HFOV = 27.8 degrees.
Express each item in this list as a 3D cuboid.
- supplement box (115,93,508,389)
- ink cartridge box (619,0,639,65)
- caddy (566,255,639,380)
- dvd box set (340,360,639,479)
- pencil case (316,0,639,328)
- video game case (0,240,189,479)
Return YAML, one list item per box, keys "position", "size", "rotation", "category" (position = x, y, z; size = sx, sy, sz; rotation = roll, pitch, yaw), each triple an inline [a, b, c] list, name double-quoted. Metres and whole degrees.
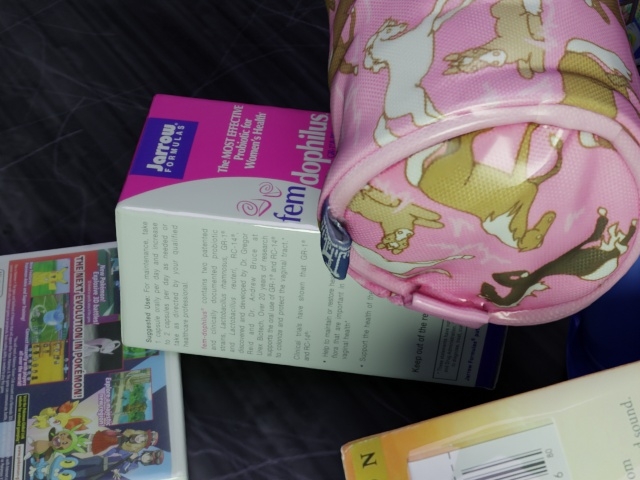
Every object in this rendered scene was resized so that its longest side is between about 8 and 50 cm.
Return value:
- position: [0.000, 0.000, 0.753]
  size: [0.220, 0.114, 0.111]
  rotation: [5, 42, 2]
  category: "supplement box"
- position: [0.164, -0.183, 0.920]
  size: [0.332, 0.165, 0.065]
  rotation: [-21, 47, -19]
  category: "ink cartridge box"
- position: [0.292, 0.021, 0.672]
  size: [0.341, 0.179, 0.241]
  rotation: [-22, 53, 4]
  category: "caddy"
- position: [0.234, 0.162, 0.454]
  size: [0.420, 0.062, 0.308]
  rotation: [-17, 54, 8]
  category: "dvd box set"
- position: [0.061, -0.145, 0.678]
  size: [0.167, 0.160, 0.386]
  rotation: [-18, 52, 17]
  category: "pencil case"
- position: [-0.174, 0.079, 0.762]
  size: [0.183, 0.023, 0.201]
  rotation: [-7, 41, -4]
  category: "video game case"
